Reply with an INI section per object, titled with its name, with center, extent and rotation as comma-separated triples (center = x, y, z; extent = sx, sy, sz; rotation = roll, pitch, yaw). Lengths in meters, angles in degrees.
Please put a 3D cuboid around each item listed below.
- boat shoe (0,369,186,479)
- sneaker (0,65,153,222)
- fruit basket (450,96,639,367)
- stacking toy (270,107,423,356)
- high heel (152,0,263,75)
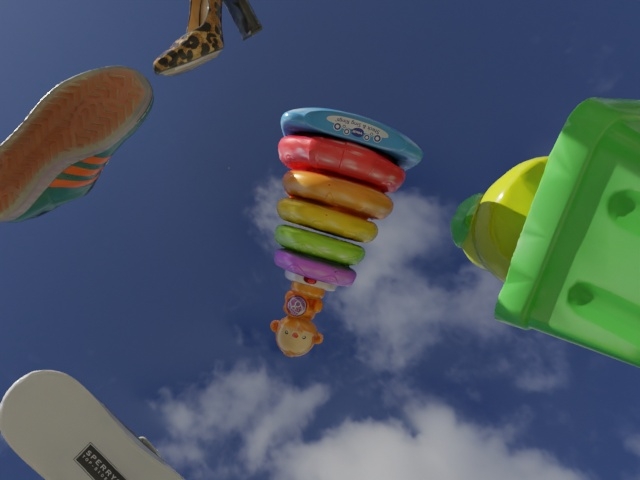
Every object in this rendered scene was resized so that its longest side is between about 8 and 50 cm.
[boat shoe]
center = -0.196, 0.255, 0.592
extent = 0.301, 0.102, 0.108
rotation = 44, -110, 3
[sneaker]
center = -0.351, -0.133, 0.841
extent = 0.302, 0.121, 0.108
rotation = -35, -93, 8
[fruit basket]
center = 0.325, -0.032, 0.689
extent = 0.393, 0.392, 0.282
rotation = 8, -64, -10
[stacking toy]
center = 0.000, 0.000, 0.739
extent = 0.175, 0.166, 0.301
rotation = 16, -91, -2
[high heel]
center = -0.218, -0.382, 0.960
extent = 0.261, 0.093, 0.186
rotation = -48, -63, -41
